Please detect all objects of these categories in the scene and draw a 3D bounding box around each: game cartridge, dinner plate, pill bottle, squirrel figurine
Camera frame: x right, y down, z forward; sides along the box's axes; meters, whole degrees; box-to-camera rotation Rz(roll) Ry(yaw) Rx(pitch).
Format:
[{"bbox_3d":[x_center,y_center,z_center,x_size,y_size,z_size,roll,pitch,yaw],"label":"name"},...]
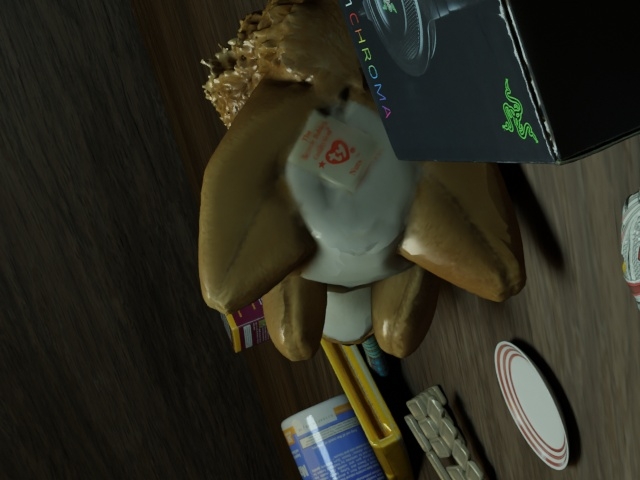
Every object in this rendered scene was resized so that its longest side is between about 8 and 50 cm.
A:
[{"bbox_3d":[0.061,0.242,1.717,0.323,0.053,0.285,73,170,-63],"label":"game cartridge"},{"bbox_3d":[0.219,0.166,1.096,0.141,0.017,0.141,159,90,-77],"label":"dinner plate"},{"bbox_3d":[0.044,0.434,1.992,0.152,0.152,0.272,114,133,-73],"label":"pill bottle"},{"bbox_3d":[0.023,-0.066,1.122,0.370,0.281,0.397,75,-175,-76],"label":"squirrel figurine"}]

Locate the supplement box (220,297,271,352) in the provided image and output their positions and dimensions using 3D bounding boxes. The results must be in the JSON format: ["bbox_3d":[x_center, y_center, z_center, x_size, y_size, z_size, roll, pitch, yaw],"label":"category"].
[{"bbox_3d":[-0.080,0.111,1.882,0.104,0.188,0.081,92,155,-62],"label":"supplement box"}]

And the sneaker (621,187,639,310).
[{"bbox_3d":[0.216,-0.016,0.632,0.225,0.088,0.092,85,161,-52],"label":"sneaker"}]

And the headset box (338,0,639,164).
[{"bbox_3d":[0.113,-0.182,0.688,0.283,0.131,0.246,-161,50,-73],"label":"headset box"}]

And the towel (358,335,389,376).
[{"bbox_3d":[0.000,0.000,1.550,0.271,0.040,0.370,-117,4,-47],"label":"towel"}]

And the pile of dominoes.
[{"bbox_3d":[0.202,0.311,1.430,0.251,0.040,0.196,58,166,7],"label":"pile of dominoes"}]
